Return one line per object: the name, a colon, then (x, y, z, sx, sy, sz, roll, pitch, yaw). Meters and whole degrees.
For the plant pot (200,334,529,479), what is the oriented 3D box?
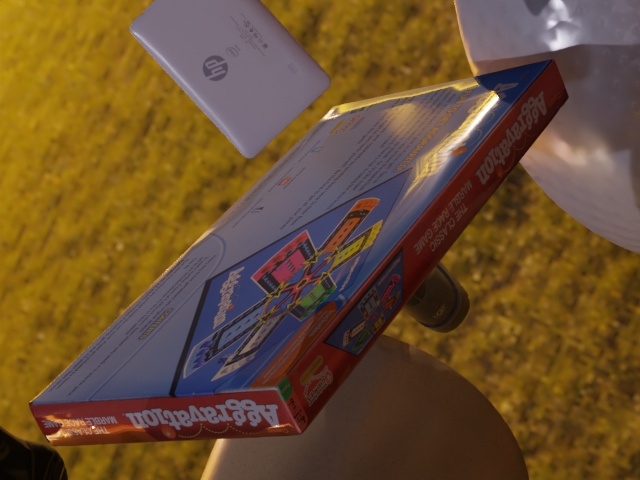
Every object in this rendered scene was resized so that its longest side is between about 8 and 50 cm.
plant pot: (-0.007, 0.250, 1.224, 0.256, 0.256, 0.274, -48, 3, 44)

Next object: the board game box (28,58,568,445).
board game box: (0.000, 0.000, 0.755, 0.145, 0.027, 0.281, -9, 26, 39)

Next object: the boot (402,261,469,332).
boot: (0.028, -0.004, 1.402, 0.189, 0.208, 0.076, 38, 98, 39)

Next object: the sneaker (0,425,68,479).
sneaker: (-0.219, 0.138, 0.882, 0.227, 0.130, 0.087, 61, -141, -66)

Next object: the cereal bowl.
cereal bowl: (0.247, -0.155, 0.901, 0.141, 0.339, 0.339, -4, 62, 60)

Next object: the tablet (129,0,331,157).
tablet: (-0.041, -0.085, 0.732, 0.054, 0.083, 0.006, -42, 0, 8)
